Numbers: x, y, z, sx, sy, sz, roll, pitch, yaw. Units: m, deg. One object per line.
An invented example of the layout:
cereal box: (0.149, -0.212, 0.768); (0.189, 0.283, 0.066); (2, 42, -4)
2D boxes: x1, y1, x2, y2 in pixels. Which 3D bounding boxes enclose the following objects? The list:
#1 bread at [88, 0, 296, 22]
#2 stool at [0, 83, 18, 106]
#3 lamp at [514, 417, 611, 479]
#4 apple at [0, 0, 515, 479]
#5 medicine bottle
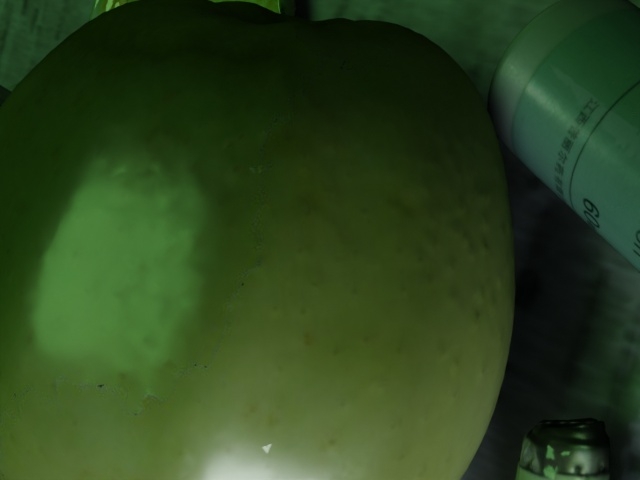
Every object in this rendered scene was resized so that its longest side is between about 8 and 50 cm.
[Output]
bread: (-0.117, -0.171, 1.009); (0.301, 0.045, 0.301); (-4, 84, 47)
stool: (-0.386, -0.080, 1.171); (0.195, 0.199, 0.195); (-43, 54, 35)
lamp: (0.129, 0.223, 0.663); (0.101, 0.101, 0.250); (10, 98, 47)
apple: (-0.053, 0.022, 0.702); (0.357, 0.357, 0.357); (-8, 79, 46)
medicine bottle: (0.227, 0.004, 0.573); (0.352, 0.110, 0.110); (51, 120, 38)
